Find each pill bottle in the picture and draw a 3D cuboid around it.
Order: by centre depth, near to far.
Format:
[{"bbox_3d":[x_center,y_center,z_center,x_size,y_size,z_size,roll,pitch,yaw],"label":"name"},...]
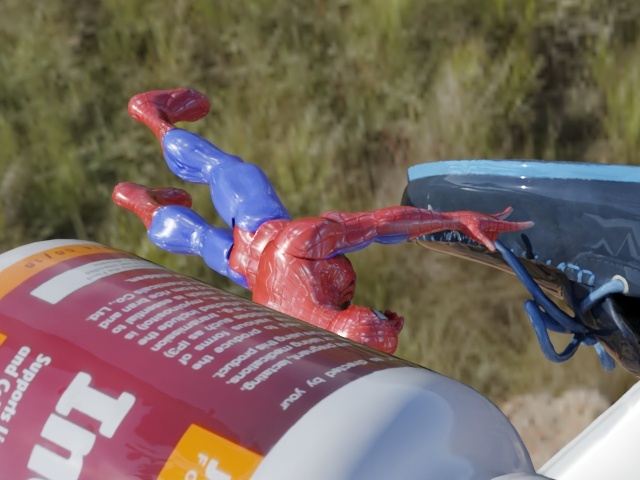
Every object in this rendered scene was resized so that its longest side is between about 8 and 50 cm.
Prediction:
[{"bbox_3d":[-0.013,0.057,0.379,0.152,0.086,0.086,18,53,41],"label":"pill bottle"}]

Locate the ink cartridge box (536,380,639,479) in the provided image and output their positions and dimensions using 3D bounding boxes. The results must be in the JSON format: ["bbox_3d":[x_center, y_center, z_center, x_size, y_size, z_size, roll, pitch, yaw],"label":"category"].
[{"bbox_3d":[0.099,0.255,0.587,0.395,0.166,0.285,-46,62,25],"label":"ink cartridge box"}]

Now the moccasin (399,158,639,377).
[{"bbox_3d":[0.174,0.020,1.002,0.138,0.117,0.342,2,4,-45],"label":"moccasin"}]

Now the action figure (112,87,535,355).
[{"bbox_3d":[0.000,0.000,0.975,0.139,0.091,0.280,2,20,-23],"label":"action figure"}]
